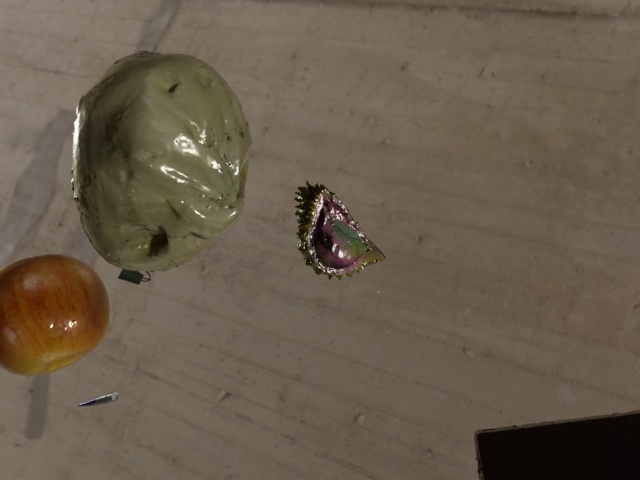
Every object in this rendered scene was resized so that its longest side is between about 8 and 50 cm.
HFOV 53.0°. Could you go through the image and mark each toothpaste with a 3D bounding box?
[{"bbox_3d":[-0.350,0.253,1.008,0.083,0.024,0.015,-22,-114,31],"label":"toothpaste"}]

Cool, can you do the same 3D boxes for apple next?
[{"bbox_3d":[-0.601,0.165,1.398,0.286,0.286,0.233,-28,-104,8],"label":"apple"}]

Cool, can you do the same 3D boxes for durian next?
[{"bbox_3d":[-0.001,0.002,1.078,0.119,0.186,0.108,-7,-139,55],"label":"durian"}]

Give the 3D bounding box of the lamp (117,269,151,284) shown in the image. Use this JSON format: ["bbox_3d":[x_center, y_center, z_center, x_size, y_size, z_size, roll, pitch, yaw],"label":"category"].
[{"bbox_3d":[-0.350,0.067,1.223,0.054,0.121,0.041,28,-95,-11],"label":"lamp"}]

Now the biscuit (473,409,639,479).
[{"bbox_3d":[0.431,0.319,0.969,0.388,0.073,0.107,-9,-106,7],"label":"biscuit"}]

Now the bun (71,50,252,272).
[{"bbox_3d":[-0.217,-0.115,0.970,0.235,0.362,0.326,7,-125,3],"label":"bun"}]
